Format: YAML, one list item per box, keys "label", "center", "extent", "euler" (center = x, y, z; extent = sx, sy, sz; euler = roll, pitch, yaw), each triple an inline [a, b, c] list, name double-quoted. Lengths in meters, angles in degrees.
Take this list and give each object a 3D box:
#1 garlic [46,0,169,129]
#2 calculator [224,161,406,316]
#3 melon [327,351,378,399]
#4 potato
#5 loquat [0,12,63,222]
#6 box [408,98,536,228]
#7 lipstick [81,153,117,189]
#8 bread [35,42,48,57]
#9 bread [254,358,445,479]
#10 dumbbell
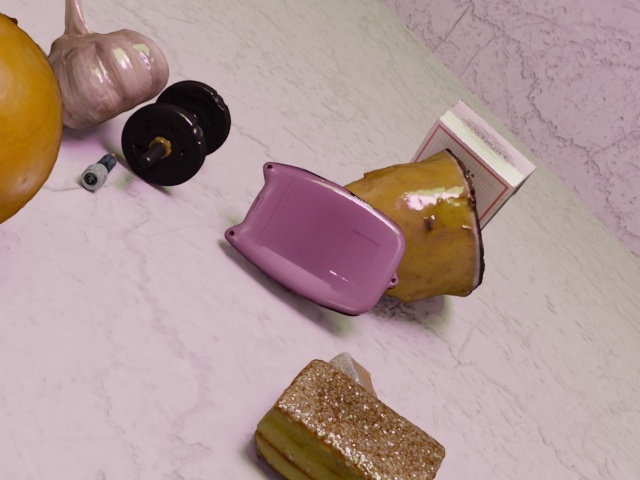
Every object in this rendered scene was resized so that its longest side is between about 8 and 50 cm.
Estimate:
- label: "garlic"
  center: [-0.374, -0.300, 1.409]
  extent: [0.218, 0.219, 0.212]
  euler: [-61, 133, -63]
- label: "calculator"
  center: [0.000, 0.000, 1.441]
  extent: [0.294, 0.194, 0.043]
  euler: [29, -6, 2]
- label: "melon"
  center: [0.069, 0.261, 1.333]
  extent: [0.098, 0.054, 0.182]
  euler: [36, 23, -42]
- label: "potato"
  center: [0.133, -0.016, 1.659]
  extent: [0.397, 0.296, 0.289]
  euler: [113, -32, -84]
- label: "loquat"
  center: [-0.468, -0.131, 0.987]
  extent: [0.328, 0.328, 0.359]
  euler: [31, 72, -16]
- label: "box"
  center: [0.284, -0.112, 1.851]
  extent: [0.210, 0.330, 0.095]
  euler: [44, 57, 10]
- label: "lipstick"
  center: [-0.346, -0.117, 1.390]
  extent: [0.037, 0.037, 0.116]
  euler: [35, 23, -9]
- label: "bread"
  center: [-0.501, -0.278, 1.444]
  extent: [0.112, 0.036, 0.193]
  euler: [47, 24, 5]
- label: "bread"
  center: [0.037, 0.281, 1.170]
  extent: [0.234, 0.110, 0.184]
  euler: [37, 23, 7]
- label: "dumbbell"
  center: [-0.245, -0.188, 1.505]
  extent: [0.143, 0.143, 0.325]
  euler: [36, 27, -6]
